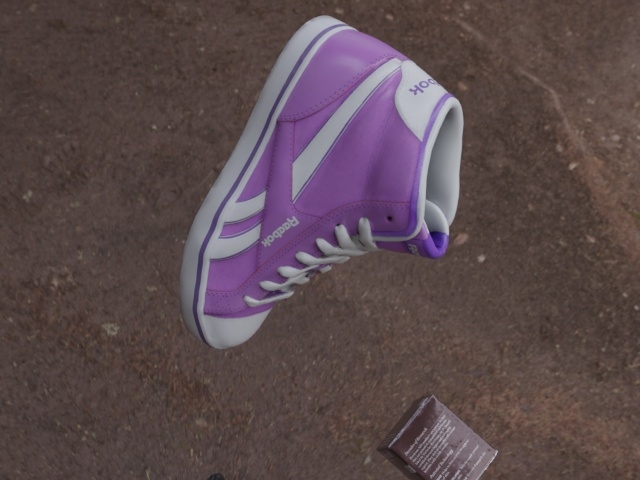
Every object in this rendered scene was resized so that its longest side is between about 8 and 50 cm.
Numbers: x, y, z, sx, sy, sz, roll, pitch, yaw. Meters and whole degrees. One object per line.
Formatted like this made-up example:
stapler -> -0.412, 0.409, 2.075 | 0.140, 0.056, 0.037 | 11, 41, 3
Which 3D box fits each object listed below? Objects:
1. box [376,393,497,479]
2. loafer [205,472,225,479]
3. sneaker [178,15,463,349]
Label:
box -> 0.272, 0.501, 1.541 | 0.203, 0.168, 0.167 | 40, 72, 9
loafer -> -0.260, 0.583, 1.462 | 0.078, 0.223, 0.076 | -24, 83, 2
sneaker -> 0.000, 0.000, 0.473 | 0.161, 0.282, 0.102 | 38, 28, 22
